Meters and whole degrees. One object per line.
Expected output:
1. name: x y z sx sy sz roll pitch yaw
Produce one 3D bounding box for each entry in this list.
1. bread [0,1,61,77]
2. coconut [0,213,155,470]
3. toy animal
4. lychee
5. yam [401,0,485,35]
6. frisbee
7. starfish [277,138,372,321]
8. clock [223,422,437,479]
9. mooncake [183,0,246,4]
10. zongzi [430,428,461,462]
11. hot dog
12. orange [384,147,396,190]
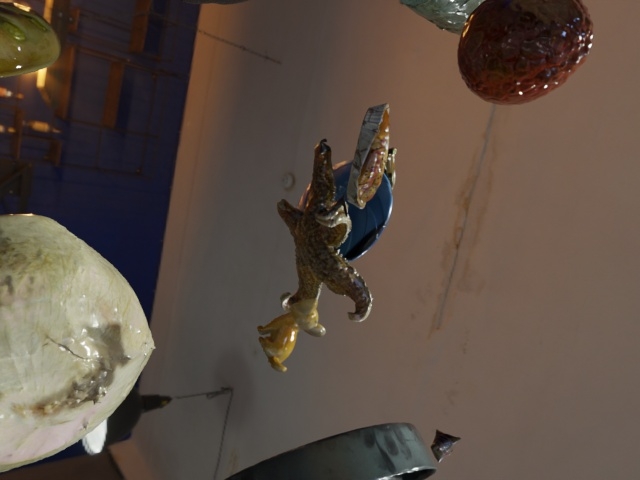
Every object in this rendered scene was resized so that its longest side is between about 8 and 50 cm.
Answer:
1. bread: -0.533 -0.330 0.802 0.213 0.213 0.104 41 -38 43
2. coconut: -0.364 0.132 0.603 0.254 0.297 0.297 51 -56 33
3. toy animal: -0.030 0.110 0.595 0.083 0.060 0.081 -27 -148 1
4. lychee: 0.413 -0.406 1.035 0.300 0.255 0.255 -114 -138 -66
5. yam: 0.336 -0.650 1.271 0.201 0.271 0.202 -23 -110 52
6. frisbee: 0.033 -0.063 1.019 0.242 0.045 0.242 -17 -121 31
7. starfish: -0.002 0.002 0.882 0.303 0.113 0.311 134 -55 -60
8. clock: -0.001 0.338 0.676 0.319 0.319 0.066 -47 -130 36
9. mooncake: -0.136 -0.496 0.734 0.306 0.306 0.154 -15 -91 48
10. zongzi: 0.331 0.531 1.302 0.074 0.083 0.067 -11 -59 32
11. hot dog: 0.088 -0.144 0.860 0.053 0.099 0.192 18 -64 10
12. orange: 0.161 -0.190 1.393 0.112 0.160 0.169 16 -57 5
